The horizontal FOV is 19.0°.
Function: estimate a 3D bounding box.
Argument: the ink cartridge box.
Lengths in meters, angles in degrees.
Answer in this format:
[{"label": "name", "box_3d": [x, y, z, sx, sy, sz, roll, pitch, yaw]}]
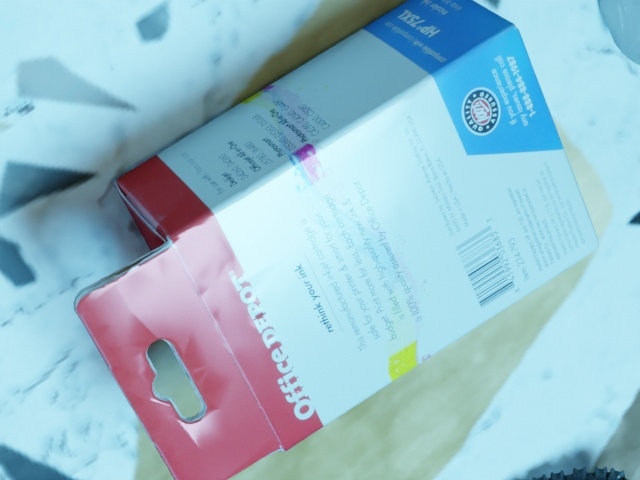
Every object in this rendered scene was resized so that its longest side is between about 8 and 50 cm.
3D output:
[{"label": "ink cartridge box", "box_3d": [0.000, 0.000, 0.885, 0.231, 0.078, 0.134, -32, 123, -10]}]

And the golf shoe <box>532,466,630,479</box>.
[{"label": "golf shoe", "box_3d": [0.104, 0.204, 1.047, 0.198, 0.077, 0.094, -39, 139, 0]}]

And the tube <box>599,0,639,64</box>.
[{"label": "tube", "box_3d": [0.238, -0.145, 0.953, 0.207, 0.052, 0.080, -22, 125, -19]}]
